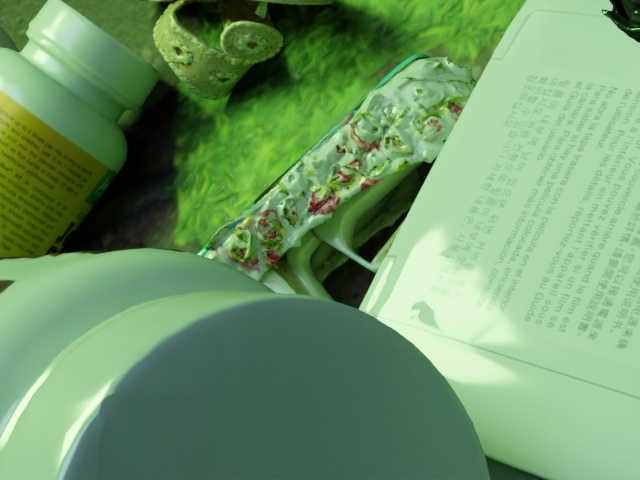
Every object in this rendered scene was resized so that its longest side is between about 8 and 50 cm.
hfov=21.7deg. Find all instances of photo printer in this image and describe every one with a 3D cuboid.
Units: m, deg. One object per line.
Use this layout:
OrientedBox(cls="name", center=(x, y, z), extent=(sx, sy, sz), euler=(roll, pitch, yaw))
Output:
OrientedBox(cls="photo printer", center=(0.177, 0.019, 0.704), extent=(0.307, 0.107, 0.256), euler=(15, 72, 45))

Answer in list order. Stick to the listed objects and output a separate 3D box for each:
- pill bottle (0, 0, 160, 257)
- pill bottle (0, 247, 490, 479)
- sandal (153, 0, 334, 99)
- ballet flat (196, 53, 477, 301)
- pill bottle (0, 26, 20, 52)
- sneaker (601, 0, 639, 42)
OrientedBox(cls="pill bottle", center=(-0.199, -0.048, 1.075), extent=(0.208, 0.117, 0.117), euler=(-54, 42, -1))
OrientedBox(cls="pill bottle", center=(-0.112, 0.118, 0.745), extent=(0.392, 0.224, 0.224), euler=(-3, 60, 59))
OrientedBox(cls="sandal", center=(-0.069, -0.131, 1.065), extent=(0.240, 0.088, 0.079), euler=(21, 110, 54))
OrientedBox(cls="ballet flat", center=(0.000, 0.000, 0.898), extent=(0.241, 0.091, 0.077), euler=(-44, 65, 15))
OrientedBox(cls="pill bottle", center=(-0.304, -0.085, 1.199), extent=(0.180, 0.108, 0.108), euler=(-30, 47, 23))
OrientedBox(cls="sneaker", center=(0.161, -0.073, 0.639), extent=(0.058, 0.084, 0.152), euler=(-41, 43, 9))
